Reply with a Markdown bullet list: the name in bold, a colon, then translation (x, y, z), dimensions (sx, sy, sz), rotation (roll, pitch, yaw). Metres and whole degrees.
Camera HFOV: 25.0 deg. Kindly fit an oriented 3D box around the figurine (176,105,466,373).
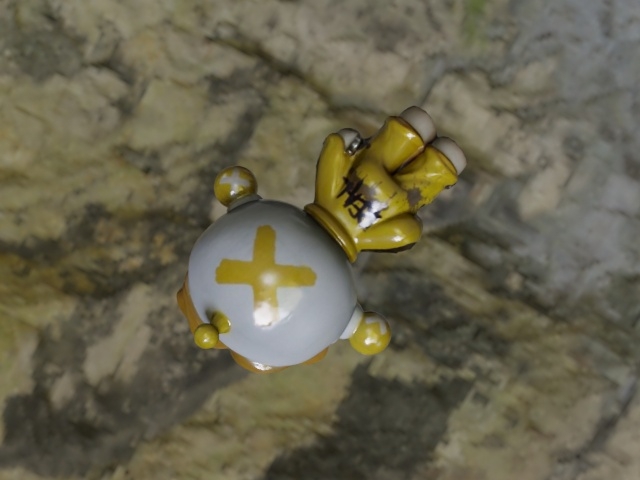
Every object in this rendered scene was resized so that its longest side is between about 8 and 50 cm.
- **figurine**: translation (0.004, 0.003, 0.641), dimensions (0.068, 0.143, 0.101), rotation (115, 137, -76)
